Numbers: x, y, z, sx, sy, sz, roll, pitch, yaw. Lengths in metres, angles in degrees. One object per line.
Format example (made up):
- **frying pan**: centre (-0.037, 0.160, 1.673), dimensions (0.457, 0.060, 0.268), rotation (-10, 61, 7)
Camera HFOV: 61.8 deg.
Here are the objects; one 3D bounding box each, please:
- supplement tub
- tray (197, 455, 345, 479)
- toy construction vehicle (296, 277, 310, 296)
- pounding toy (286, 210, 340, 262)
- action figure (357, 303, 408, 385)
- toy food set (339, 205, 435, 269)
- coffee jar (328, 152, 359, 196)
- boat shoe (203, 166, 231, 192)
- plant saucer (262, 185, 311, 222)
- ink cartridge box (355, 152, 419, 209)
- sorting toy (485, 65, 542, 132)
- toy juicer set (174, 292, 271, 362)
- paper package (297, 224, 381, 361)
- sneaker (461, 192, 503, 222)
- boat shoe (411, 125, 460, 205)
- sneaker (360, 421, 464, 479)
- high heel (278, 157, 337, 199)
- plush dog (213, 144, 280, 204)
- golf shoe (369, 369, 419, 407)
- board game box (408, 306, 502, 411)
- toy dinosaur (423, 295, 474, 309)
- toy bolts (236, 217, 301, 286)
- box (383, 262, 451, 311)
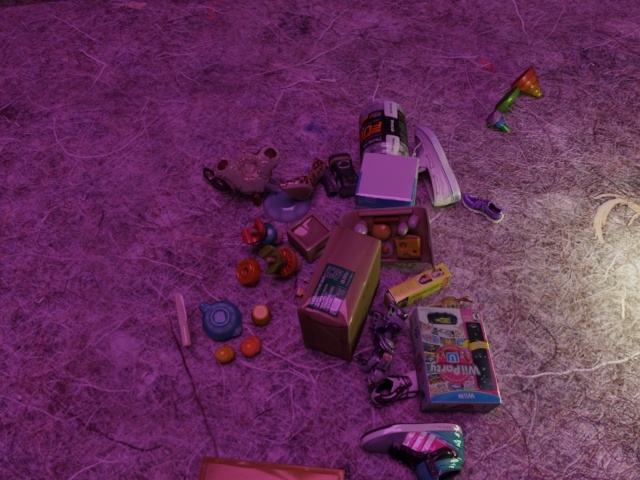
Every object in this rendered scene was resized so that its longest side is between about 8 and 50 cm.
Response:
- **supplement tub**: centre (0.252, -0.388, 2.129), dimensions (0.193, 0.194, 0.316), rotation (-1, 56, 3)
- **tray**: centre (-0.143, 0.727, 1.478), dimensions (0.410, 0.076, 0.203), rotation (2, 56, 7)
- **toy construction vehicle**: centre (-0.029, 0.179, 1.867), dimensions (0.098, 0.035, 0.086), rotation (17, 70, 18)
- **pounding toy**: centre (0.011, -0.002, 1.945), dimensions (0.181, 0.094, 0.206), rotation (-36, 61, -18)
- **action figure**: centre (0.186, 0.333, 1.674), dimensions (0.099, 0.185, 0.285), rotation (34, 44, -10)
- **toy food set**: centre (0.228, 0.006, 1.805), dimensions (0.305, 0.220, 0.092), rotation (-1, 30, 23)
- **coffee jar**: centre (0.094, -0.265, 2.125), dimensions (0.096, 0.079, 0.185), rotation (-10, 56, -11)
- **boat shoe**: centre (-0.425, -0.244, 2.166), dimensions (0.152, 0.049, 0.056), rotation (33, 64, 23)
- **plant saucer**: centre (-0.133, -0.158, 2.096), dimensions (0.194, 0.037, 0.195), rotation (-2, 56, 3)
- **ink cartridge box**: centre (0.238, -0.144, 1.919), dimensions (0.197, 0.270, 0.198), rotation (8, 57, 11)
- **sorting toy**: centre (0.850, -0.592, 2.301), dimensions (0.126, 0.127, 0.366), rotation (42, 68, -5)
- **toy juicer set**: centre (-0.337, 0.299, 1.780), dimensions (0.328, 0.089, 0.210), rotation (8, 69, -1)
- **paper package**: centre (0.069, 0.170, 1.696), dimensions (0.168, 0.310, 0.325), rotation (16, 60, 15)
- **sneaker**: centre (0.614, -0.137, 2.008), dimensions (0.169, 0.071, 0.068), rotation (32, 64, 24)
- **boat shoe**: centre (0.407, -0.285, 2.099), dimensions (0.156, 0.136, 0.368), rotation (-16, 66, -3)
- **sneaker**: centre (0.266, 0.619, 1.498), dimensions (0.295, 0.124, 0.179), rotation (-4, 46, 0)
- **high heel**: centre (-0.071, -0.254, 2.085), dimensions (0.261, 0.093, 0.186), rotation (0, 55, -35)
- **plush dog**: centre (-0.281, -0.279, 2.124), dimensions (0.262, 0.211, 0.225), rotation (-16, 37, -4)
- **golf shoe**: centre (0.244, 0.444, 1.630), dimensions (0.198, 0.094, 0.077), rotation (-24, 57, -14)
- **board game box**: centre (0.405, 0.362, 1.643), dimensions (0.223, 0.098, 0.304), rotation (4, 57, -10)
- **toy dinosaur**: centre (0.410, 0.210, 1.775), dimensions (0.182, 0.093, 0.053), rotation (-10, 55, -3)
- **toy bolts**: centre (-0.190, 0.050, 1.933), dimensions (0.218, 0.158, 0.229), rotation (-34, 63, 29)
- **box**: centre (0.328, 0.163, 1.819), dimensions (0.232, 0.087, 0.058), rotation (-24, 60, -13)
